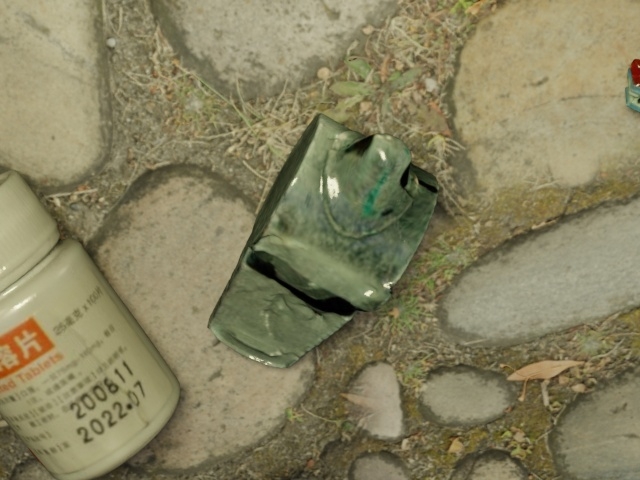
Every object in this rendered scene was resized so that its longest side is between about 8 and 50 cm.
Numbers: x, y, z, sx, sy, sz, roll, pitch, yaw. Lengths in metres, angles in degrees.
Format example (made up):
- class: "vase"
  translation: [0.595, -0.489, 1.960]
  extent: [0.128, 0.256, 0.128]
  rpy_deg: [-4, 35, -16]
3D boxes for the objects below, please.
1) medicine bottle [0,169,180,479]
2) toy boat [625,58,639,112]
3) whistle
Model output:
- class: "medicine bottle"
  translation: [-0.361, 0.112, 1.205]
  extent: [0.211, 0.211, 0.372]
  rpy_deg: [-27, 110, 14]
- class: "toy boat"
  translation: [0.441, -0.164, 1.126]
  extent: [0.172, 0.069, 0.059]
  rpy_deg: [19, 133, -4]
- class: "whistle"
  translation: [-0.009, 0.024, 1.161]
  extent: [0.168, 0.188, 0.405]
  rpy_deg: [27, 112, -9]
